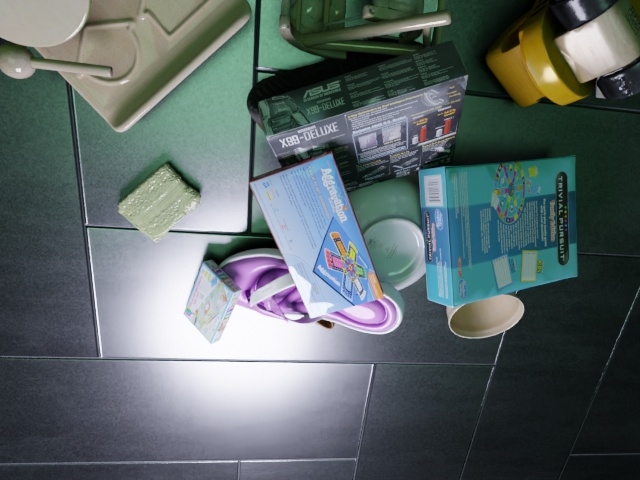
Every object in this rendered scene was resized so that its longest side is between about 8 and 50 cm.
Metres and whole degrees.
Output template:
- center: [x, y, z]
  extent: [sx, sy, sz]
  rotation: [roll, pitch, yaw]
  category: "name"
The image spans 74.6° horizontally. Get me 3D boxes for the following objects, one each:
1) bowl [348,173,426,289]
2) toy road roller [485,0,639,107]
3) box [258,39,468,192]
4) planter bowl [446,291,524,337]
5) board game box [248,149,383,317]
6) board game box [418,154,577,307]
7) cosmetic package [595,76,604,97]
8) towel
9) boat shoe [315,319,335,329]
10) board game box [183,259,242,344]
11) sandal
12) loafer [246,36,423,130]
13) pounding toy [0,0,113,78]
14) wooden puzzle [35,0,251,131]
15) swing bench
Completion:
- center: [0.133, -0.002, 0.877]
  extent: [0.297, 0.134, 0.298]
  rotation: [-3, 112, -6]
  category: "bowl"
- center: [0.453, -0.385, 0.750]
  extent: [0.202, 0.240, 0.330]
  rotation: [43, 65, -20]
  category: "toy road roller"
- center: [0.078, -0.180, 0.721]
  extent: [0.307, 0.077, 0.242]
  rotation: [-16, 157, 6]
  category: "box"
- center: [0.360, 0.132, 0.957]
  extent: [0.161, 0.109, 0.162]
  rotation: [-2, 134, -2]
  category: "planter bowl"
- center: [0.000, 0.000, 0.725]
  extent: [0.145, 0.027, 0.281]
  rotation: [-17, 114, 11]
  category: "board game box"
- center: [0.362, -0.029, 0.836]
  extent: [0.335, 0.079, 0.254]
  rotation: [-8, 98, -23]
  category: "board game box"
- center: [0.624, -0.330, 0.848]
  extent: [0.115, 0.041, 0.060]
  rotation: [-13, 113, -1]
  category: "cosmetic package"
- center: [-0.326, -0.075, 0.851]
  extent: [0.148, 0.027, 0.110]
  rotation: [-40, 110, 11]
  category: "towel"
- center: [-0.026, 0.136, 0.953]
  extent: [0.064, 0.060, 0.178]
  rotation: [-40, 111, 10]
  category: "boat shoe"
- center: [-0.234, 0.133, 0.902]
  extent: [0.103, 0.026, 0.154]
  rotation: [40, 119, 21]
  category: "board game box"
- center: [-0.044, 0.113, 0.845]
  extent: [0.416, 0.102, 0.170]
  rotation: [5, 121, 17]
  category: "sandal"
- center: [0.051, -0.266, 0.781]
  extent: [0.365, 0.134, 0.130]
  rotation: [-14, 148, 0]
  category: "loafer"
- center: [-0.420, -0.371, 0.617]
  extent: [0.182, 0.110, 0.237]
  rotation: [-6, 136, -9]
  category: "pounding toy"
- center: [-0.337, -0.412, 0.690]
  extent: [0.322, 0.080, 0.348]
  rotation: [-37, 107, 9]
  category: "wooden puzzle"
- center: [0.077, -0.427, 0.641]
  extent: [0.254, 0.165, 0.254]
  rotation: [6, 97, 13]
  category: "swing bench"
